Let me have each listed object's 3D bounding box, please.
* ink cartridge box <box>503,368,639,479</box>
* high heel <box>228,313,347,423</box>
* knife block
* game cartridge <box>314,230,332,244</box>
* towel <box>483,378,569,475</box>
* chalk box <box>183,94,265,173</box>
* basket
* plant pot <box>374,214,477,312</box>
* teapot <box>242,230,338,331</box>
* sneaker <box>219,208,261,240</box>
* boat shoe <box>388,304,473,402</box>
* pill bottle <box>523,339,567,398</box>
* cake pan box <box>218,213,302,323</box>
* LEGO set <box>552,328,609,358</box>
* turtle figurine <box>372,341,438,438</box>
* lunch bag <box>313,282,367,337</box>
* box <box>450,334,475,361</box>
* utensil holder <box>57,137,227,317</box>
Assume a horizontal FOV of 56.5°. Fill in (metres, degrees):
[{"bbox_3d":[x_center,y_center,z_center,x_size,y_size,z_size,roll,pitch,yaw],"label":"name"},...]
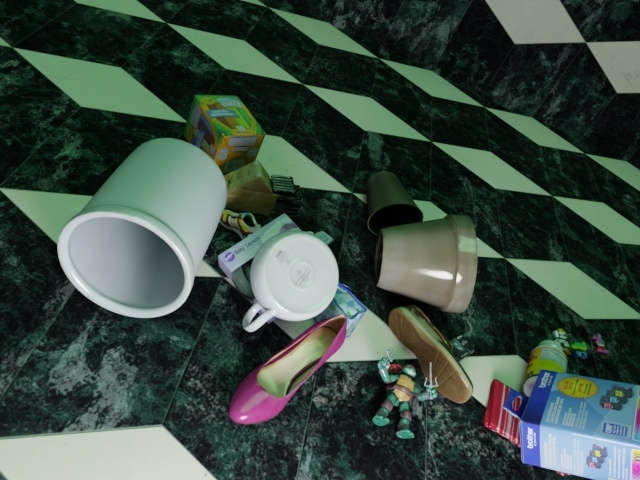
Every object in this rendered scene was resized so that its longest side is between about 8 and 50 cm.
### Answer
[{"bbox_3d":[0.711,0.500,1.626,0.395,0.151,0.270,2,22,31],"label":"ink cartridge box"},{"bbox_3d":[-0.077,0.307,1.491,0.127,0.181,0.377,39,40,14],"label":"high heel"},{"bbox_3d":[-0.207,-0.138,1.997,0.275,0.242,0.088,-23,45,10],"label":"knife block"},{"bbox_3d":[0.000,0.000,2.005,0.056,0.017,0.083,41,40,10],"label":"game cartridge"},{"bbox_3d":[0.613,0.545,1.759,0.274,0.031,0.199,32,37,2],"label":"towel"},{"bbox_3d":[-0.355,-0.395,2.097,0.180,0.179,0.289,-12,54,-39],"label":"chalk box"},{"bbox_3d":[0.250,-0.142,2.205,0.204,0.154,0.227,-5,41,-7],"label":"basket"},{"bbox_3d":[0.325,0.064,1.933,0.280,0.323,0.323,5,42,-2],"label":"plant pot"},{"bbox_3d":[-0.089,0.101,1.591,0.255,0.187,0.253,-5,85,-29],"label":"teapot"},{"bbox_3d":[-0.249,-0.065,1.861,0.185,0.084,0.069,35,39,25],"label":"sneaker"},{"bbox_3d":[0.348,0.324,1.779,0.123,0.123,0.342,-13,48,-38],"label":"boat shoe"},{"bbox_3d":[0.717,0.414,1.893,0.117,0.117,0.215,33,39,6],"label":"pill bottle"},{"bbox_3d":[-0.132,0.078,1.740,0.266,0.070,0.246,-33,65,-23],"label":"cake pan box"},{"bbox_3d":[0.875,0.349,2.079,0.227,0.087,0.093,12,57,-19],"label":"LEGO set"},{"bbox_3d":[0.227,0.405,1.617,0.175,0.118,0.234,18,53,10],"label":"turtle figurine"},{"bbox_3d":[0.042,0.198,1.722,0.151,0.129,0.096,44,40,22],"label":"lunch bag"},{"bbox_3d":[0.442,0.340,1.891,0.083,0.018,0.067,-17,57,-41],"label":"box"},{"bbox_3d":[-0.437,-0.049,1.558,0.327,0.328,0.386,22,38,-7],"label":"utensil holder"}]
